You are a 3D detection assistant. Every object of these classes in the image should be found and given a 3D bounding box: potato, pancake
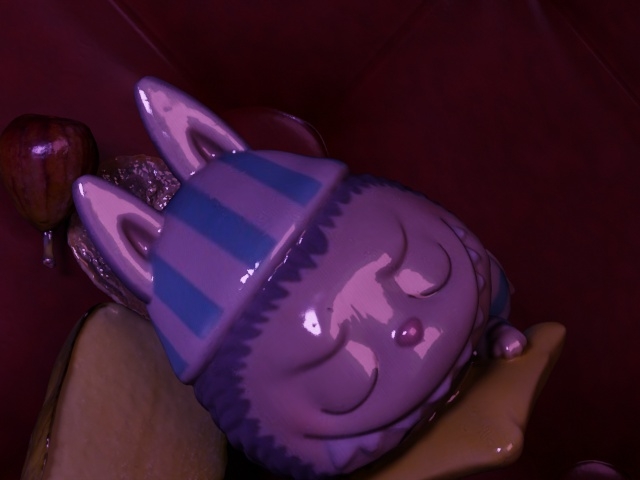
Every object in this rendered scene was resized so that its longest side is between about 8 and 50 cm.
[{"bbox_3d":[-0.169,0.192,1.045,0.160,0.111,0.272,33,41,-29],"label":"potato"},{"bbox_3d":[-0.151,-0.002,1.196,0.158,0.028,0.158,12,66,-29],"label":"pancake"}]

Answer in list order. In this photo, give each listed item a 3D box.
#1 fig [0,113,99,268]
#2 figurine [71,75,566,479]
[{"bbox_3d":[-0.229,-0.042,1.134,0.088,0.089,0.125,1,97,-35],"label":"fig"},{"bbox_3d":[0.000,0.000,1.103,0.378,0.266,0.361,55,18,-11],"label":"figurine"}]
